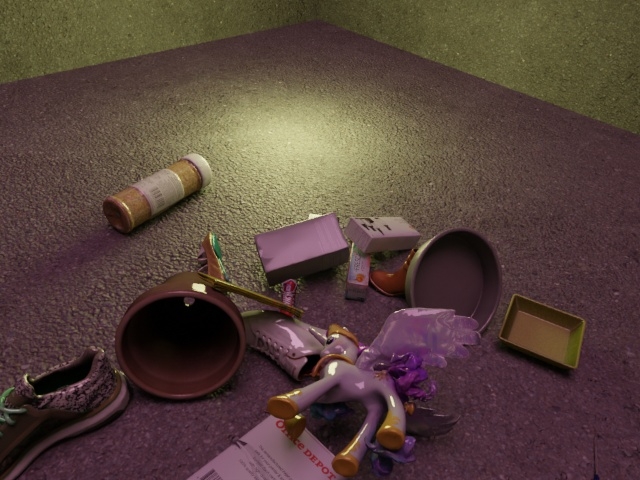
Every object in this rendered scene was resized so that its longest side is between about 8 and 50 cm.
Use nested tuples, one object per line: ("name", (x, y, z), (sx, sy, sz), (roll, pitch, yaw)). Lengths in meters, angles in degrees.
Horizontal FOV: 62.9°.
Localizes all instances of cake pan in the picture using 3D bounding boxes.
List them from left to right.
("cake pan", (0.329, 0.113, 1.305), (0.293, 0.293, 0.054), (-17, 10, -25))

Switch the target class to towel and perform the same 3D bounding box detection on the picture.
("towel", (-0.155, 0.124, 1.168), (0.237, 0.021, 0.102), (26, -9, -33))

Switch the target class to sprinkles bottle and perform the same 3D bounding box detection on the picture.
("sprinkles bottle", (-0.505, -0.156, 1.652), (0.121, 0.121, 0.355), (25, 42, 24))

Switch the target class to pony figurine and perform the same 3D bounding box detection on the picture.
("pony figurine", (0.104, 0.275, 0.992), (0.351, 0.303, 0.363), (11, 19, 12))

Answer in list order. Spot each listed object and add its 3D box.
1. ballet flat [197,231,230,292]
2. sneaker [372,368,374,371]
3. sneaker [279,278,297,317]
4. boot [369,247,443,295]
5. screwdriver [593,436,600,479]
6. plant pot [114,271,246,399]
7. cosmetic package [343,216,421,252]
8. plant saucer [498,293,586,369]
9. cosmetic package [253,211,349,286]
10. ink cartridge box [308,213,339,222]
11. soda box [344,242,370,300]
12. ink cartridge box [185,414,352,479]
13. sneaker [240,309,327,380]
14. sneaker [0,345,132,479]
("ballet flat", (-0.305, 0.059, 1.440), (0.073, 0.080, 0.232), (-20, 41, -7))
("sneaker", (0.161, 0.277, 1.227), (0.152, 0.054, 0.061), (-23, 43, -31))
("sneaker", (-0.083, 0.151, 1.349), (0.042, 0.067, 0.118), (4, 38, 0))
("boot", (0.230, 0.083, 1.401), (0.197, 0.152, 0.073), (20, 40, 18))
("screwdriver", (0.556, 0.465, 1.062), (0.025, 0.024, 0.170), (-13, 24, 26))
("plant pot", (-0.303, 0.183, 1.173), (0.263, 0.263, 0.229), (-3, 20, -10))
("cosmetic package", (0.186, -0.021, 1.534), (0.239, 0.060, 0.099), (-4, 43, -46))
("plant saucer", (0.558, 0.238, 1.328), (0.188, 0.045, 0.188), (21, 41, 20))
("cosmetic package", (-0.052, 0.024, 1.431), (0.238, 0.107, 0.127), (-16, 62, -5))
("ink cartridge box", (0.000, 0.000, 1.570), (0.097, 0.046, 0.207), (6, 38, 4))
("soda box", (0.106, 0.083, 1.460), (0.058, 0.063, 0.183), (10, 37, 3))
("ink cartridge box", (-0.105, 0.458, 0.913), (0.273, 0.114, 0.197), (-29, 48, -36))
("sneaker", (-0.081, 0.244, 1.197), (0.290, 0.106, 0.123), (12, 36, 7))
("sneaker", (-0.570, 0.321, 0.983), (0.158, 0.182, 0.410), (34, 46, 32))
